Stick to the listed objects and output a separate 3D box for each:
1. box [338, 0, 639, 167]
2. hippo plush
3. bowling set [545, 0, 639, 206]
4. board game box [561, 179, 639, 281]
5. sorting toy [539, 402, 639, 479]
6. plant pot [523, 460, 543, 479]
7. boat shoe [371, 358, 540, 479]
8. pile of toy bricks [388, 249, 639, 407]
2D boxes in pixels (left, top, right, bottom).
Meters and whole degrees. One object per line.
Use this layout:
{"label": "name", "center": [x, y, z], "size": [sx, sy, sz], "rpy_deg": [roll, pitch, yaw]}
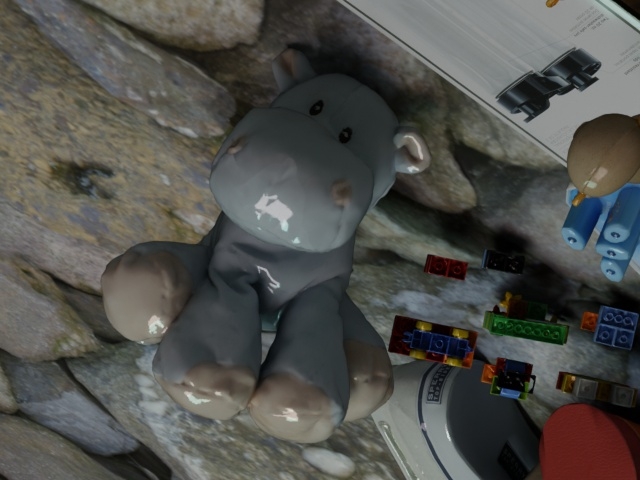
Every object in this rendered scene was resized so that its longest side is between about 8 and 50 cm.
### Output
{"label": "box", "center": [0.122, -0.174, 1.146], "size": [0.290, 0.087, 0.169], "rpy_deg": [35, 150, -10]}
{"label": "hippo plush", "center": [0.000, 0.000, 1.397], "size": [0.234, 0.294, 0.236], "rpy_deg": [40, 125, 9]}
{"label": "bowling set", "center": [0.187, -0.172, 0.970], "size": [0.200, 0.154, 0.287], "rpy_deg": [45, 112, 13]}
{"label": "board game box", "center": [0.425, 0.059, 1.292], "size": [0.390, 0.050, 0.390], "rpy_deg": [42, 148, -23]}
{"label": "sorting toy", "center": [0.330, 0.153, 1.387], "size": [0.126, 0.127, 0.365], "rpy_deg": [-5, 166, -35]}
{"label": "plant pot", "center": [0.284, 0.284, 1.603], "size": [0.229, 0.263, 0.263], "rpy_deg": [40, 154, 15]}
{"label": "boat shoe", "center": [0.143, 0.255, 1.763], "size": [0.156, 0.136, 0.367], "rpy_deg": [1, 138, 40]}
{"label": "pile of toy bricks", "center": [0.166, 0.073, 1.510], "size": [0.212, 0.118, 0.105], "rpy_deg": [13, 180, -4]}
